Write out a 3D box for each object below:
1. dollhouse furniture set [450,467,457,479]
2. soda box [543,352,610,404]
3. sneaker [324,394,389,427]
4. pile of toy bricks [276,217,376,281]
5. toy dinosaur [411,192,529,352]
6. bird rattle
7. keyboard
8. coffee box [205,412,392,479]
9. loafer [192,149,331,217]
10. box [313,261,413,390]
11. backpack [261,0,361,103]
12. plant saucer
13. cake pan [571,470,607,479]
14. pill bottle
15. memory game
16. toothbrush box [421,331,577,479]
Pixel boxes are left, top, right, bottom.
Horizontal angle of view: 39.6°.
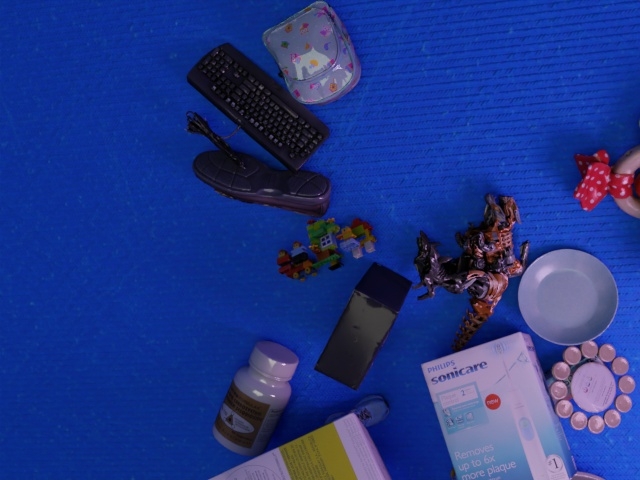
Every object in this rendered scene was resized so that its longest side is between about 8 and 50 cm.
[{"bbox_3d":[0.434,0.616,1.906,0.286,0.198,0.303,-9,67,-9],"label":"dollhouse furniture set"},{"bbox_3d":[0.501,0.292,1.834,0.183,0.058,0.063,-33,91,15],"label":"soda box"},{"bbox_3d":[0.078,0.395,1.935,0.162,0.073,0.063,-30,92,16],"label":"sneaker"},{"bbox_3d":[0.000,0.000,1.876,0.212,0.118,0.105,-25,62,24],"label":"pile of toy bricks"},{"bbox_3d":[0.308,0.064,1.796,0.218,0.164,0.321,9,80,-6],"label":"toy dinosaur"},{"bbox_3d":[0.622,-0.121,1.704,0.253,0.143,0.207,-42,106,19],"label":"bird rattle"},{"bbox_3d":[-0.156,-0.254,1.848,0.317,0.033,0.201,41,88,10],"label":"keyboard"},{"bbox_3d":[0.002,0.584,1.758,0.334,0.337,0.338,-25,67,0],"label":"coffee box"},{"bbox_3d":[-0.126,-0.108,1.877,0.303,0.109,0.095,13,143,10],"label":"loafer"},{"bbox_3d":[0.092,0.166,1.794,0.103,0.261,0.184,25,105,7],"label":"box"},{"bbox_3d":[-0.012,-0.367,1.784,0.166,0.144,0.188,-27,97,10],"label":"backpack"},{"bbox_3d":[0.498,0.116,1.795,0.195,0.037,0.195,-3,78,13],"label":"plant saucer"},{"bbox_3d":[0.513,0.613,1.774,0.293,0.054,0.293,2,65,-4],"label":"cake pan"},{"bbox_3d":[-0.137,0.342,1.943,0.131,0.131,0.229,25,104,7],"label":"pill bottle"},{"bbox_3d":[0.540,0.290,1.766,0.186,0.012,0.186,2,83,-12],"label":"memory game"},{"bbox_3d":[0.357,0.354,1.778,0.216,0.126,0.295,-20,75,18],"label":"toothbrush box"}]
